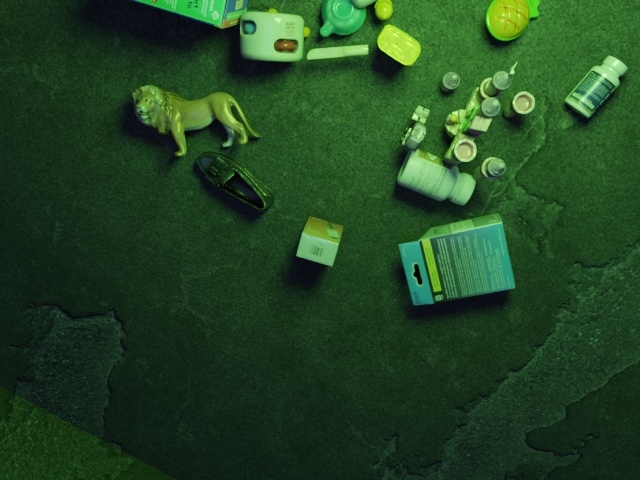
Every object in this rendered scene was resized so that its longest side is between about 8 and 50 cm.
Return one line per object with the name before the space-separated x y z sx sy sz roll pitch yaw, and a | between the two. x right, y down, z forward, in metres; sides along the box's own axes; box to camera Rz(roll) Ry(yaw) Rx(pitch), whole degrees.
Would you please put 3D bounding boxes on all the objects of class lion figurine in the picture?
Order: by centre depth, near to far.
lion figurine | -0.406 -0.414 1.758 0.392 0.142 0.240 -11 102 -4

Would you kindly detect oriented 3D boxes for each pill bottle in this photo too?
pill bottle | 0.826 -0.460 1.590 0.094 0.094 0.169 34 112 -7
pill bottle | 0.377 -0.202 1.727 0.229 0.131 0.131 22 112 -2

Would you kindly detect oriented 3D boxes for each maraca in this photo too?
maraca | 0.560 -0.662 1.547 0.185 0.099 0.127 -39 106 -8

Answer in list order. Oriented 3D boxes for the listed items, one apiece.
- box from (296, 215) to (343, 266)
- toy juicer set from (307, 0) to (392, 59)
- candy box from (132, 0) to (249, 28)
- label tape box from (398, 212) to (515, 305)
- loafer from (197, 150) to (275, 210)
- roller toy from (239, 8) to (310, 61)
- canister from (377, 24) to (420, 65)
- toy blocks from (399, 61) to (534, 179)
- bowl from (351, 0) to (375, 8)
box | 0.000 0.000 1.832 0.130 0.170 0.091 16 114 1
toy juicer set | 0.104 -0.677 1.597 0.209 0.089 0.329 17 102 1
candy box | -0.385 -0.724 1.544 0.317 0.268 0.122 15 116 1
label tape box | 0.466 0.070 1.836 0.347 0.115 0.249 -12 109 14
loafer | -0.294 -0.205 1.829 0.302 0.095 0.109 33 111 -6
roller toy | -0.143 -0.617 1.597 0.209 0.191 0.146 6 111 5
canister | 0.231 -0.579 1.577 0.126 0.170 0.073 31 112 -5
toy blocks | 0.443 -0.357 1.547 0.309 0.260 0.289 25 90 -2
bowl | 0.128 -0.752 1.507 0.142 0.053 0.142 -32 99 11
